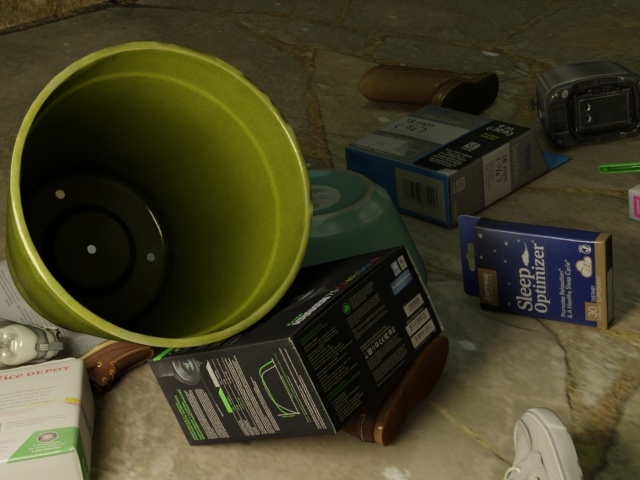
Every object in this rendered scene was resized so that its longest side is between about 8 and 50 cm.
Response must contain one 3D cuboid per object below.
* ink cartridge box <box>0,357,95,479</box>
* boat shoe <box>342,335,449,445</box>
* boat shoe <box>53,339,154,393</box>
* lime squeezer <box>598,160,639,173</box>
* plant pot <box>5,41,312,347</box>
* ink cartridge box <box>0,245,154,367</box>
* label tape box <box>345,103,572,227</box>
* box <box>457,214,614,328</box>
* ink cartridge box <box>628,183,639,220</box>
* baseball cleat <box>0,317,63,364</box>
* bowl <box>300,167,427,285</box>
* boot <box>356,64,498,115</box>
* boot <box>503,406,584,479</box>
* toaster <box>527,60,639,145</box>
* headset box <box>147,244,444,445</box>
[{"bbox_3d":[-0.366,0.245,1.529,0.154,0.093,0.212,-9,28,-4],"label":"ink cartridge box"},{"bbox_3d":[0.093,0.179,1.556,0.073,0.073,0.207,11,32,29],"label":"boat shoe"},{"bbox_3d":[-0.306,0.183,1.684,0.178,0.064,0.060,-21,60,-20],"label":"boat shoe"},{"bbox_3d":[0.566,-0.107,1.873,0.110,0.058,0.310,-12,20,-24],"label":"lime squeezer"},{"bbox_3d":[-0.249,-0.019,1.578,0.367,0.366,0.353,-24,-2,-29],"label":"plant pot"},{"bbox_3d":[-0.379,0.095,1.864,0.330,0.071,0.324,-21,30,-18],"label":"ink cartridge box"},{"bbox_3d":[0.244,-0.155,2.150,0.334,0.105,0.241,-29,34,-36],"label":"label tape box"},{"bbox_3d":[0.292,0.042,1.705,0.225,0.136,0.036,9,31,31],"label":"box"},{"bbox_3d":[0.653,-0.053,1.880,0.186,0.065,0.311,-27,29,-32],"label":"ink cartridge box"},{"bbox_3d":[-0.422,0.140,1.667,0.109,0.072,0.206,8,1,-42],"label":"baseball cleat"},{"bbox_3d":[0.000,0.000,1.843,0.312,0.163,0.311,-6,27,3],"label":"bowl"},{"bbox_3d":[0.191,-0.294,2.476,0.270,0.089,0.236,11,21,33],"label":"boot"},{"bbox_3d":[0.212,0.269,1.313,0.123,0.095,0.258,-2,27,-4],"label":"boot"},{"bbox_3d":[0.501,-0.259,2.263,0.227,0.129,0.146,-10,24,-2],"label":"toaster"},{"bbox_3d":[-0.037,0.133,1.538,0.283,0.131,0.246,-13,17,44],"label":"headset box"}]
